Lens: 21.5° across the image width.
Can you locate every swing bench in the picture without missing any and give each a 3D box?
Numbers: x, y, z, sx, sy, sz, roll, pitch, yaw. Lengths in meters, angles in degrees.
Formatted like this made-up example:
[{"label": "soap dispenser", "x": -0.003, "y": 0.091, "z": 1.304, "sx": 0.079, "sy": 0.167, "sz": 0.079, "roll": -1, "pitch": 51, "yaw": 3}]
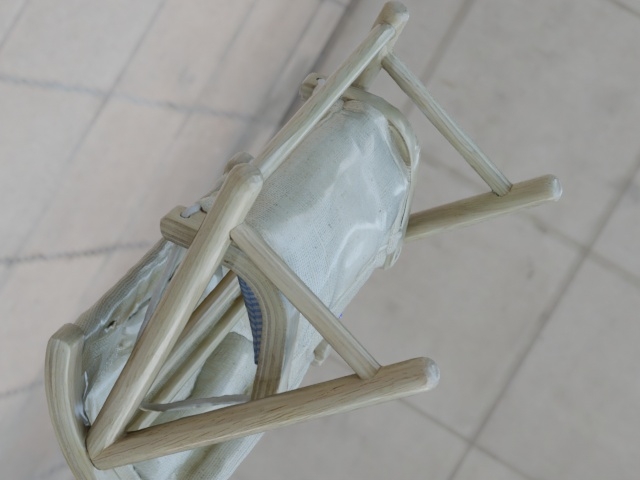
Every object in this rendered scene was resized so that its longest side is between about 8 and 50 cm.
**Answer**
[{"label": "swing bench", "x": -0.025, "y": 0.025, "z": 1.032, "sx": 0.255, "sy": 0.165, "sz": 0.253, "roll": -38, "pitch": -172, "yaw": 35}]

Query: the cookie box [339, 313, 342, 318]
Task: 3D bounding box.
[{"label": "cookie box", "x": 0.000, "y": 0.000, "z": 1.458, "sx": 0.107, "sy": 0.040, "sz": 0.092, "roll": 74, "pitch": 25, "yaw": -45}]
